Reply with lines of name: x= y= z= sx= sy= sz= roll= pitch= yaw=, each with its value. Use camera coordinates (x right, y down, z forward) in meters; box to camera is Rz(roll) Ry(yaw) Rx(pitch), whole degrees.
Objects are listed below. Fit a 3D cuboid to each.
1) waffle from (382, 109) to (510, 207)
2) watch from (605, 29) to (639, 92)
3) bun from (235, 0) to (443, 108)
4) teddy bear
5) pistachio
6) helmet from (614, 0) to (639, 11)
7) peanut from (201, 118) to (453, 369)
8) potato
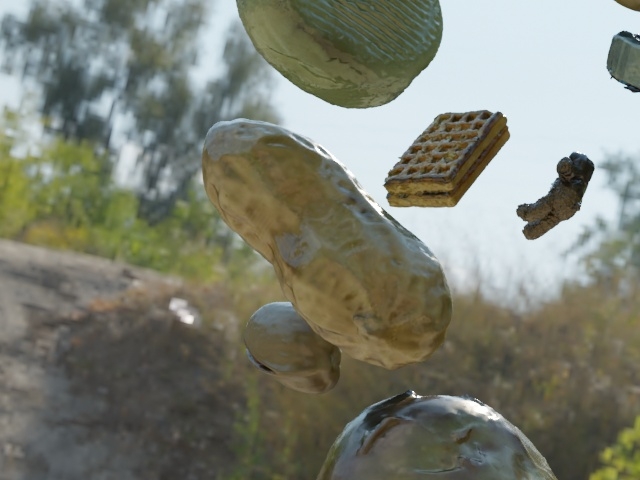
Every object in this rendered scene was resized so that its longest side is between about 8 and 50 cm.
waffle: x=0.146 y=-0.095 z=1.728 sx=0.102 sy=0.148 sz=0.042 roll=-1 pitch=-53 yaw=41
watch: x=0.541 y=-0.216 z=1.968 sx=0.275 sy=0.068 sz=0.276 roll=-7 pitch=24 yaw=-41
bun: x=0.016 y=-0.226 z=1.485 sx=0.221 sy=0.221 sz=0.108 roll=17 pitch=-30 yaw=-28
teddy bear: x=0.383 y=-0.070 z=2.350 sx=0.078 sy=0.160 sz=0.119 roll=29 pitch=-19 yaw=34
pistachio: x=-0.033 y=0.129 z=1.816 sx=0.149 sy=0.113 sz=0.113 roll=11 pitch=-7 yaw=45
helmet: x=0.435 y=-0.400 z=2.057 sx=0.205 sy=0.257 sz=0.140 roll=-4 pitch=-5 yaw=-41
peanut: x=0.000 y=0.000 z=1.523 sx=0.325 sy=0.153 sz=0.140 roll=44 pitch=-46 yaw=7
potato: x=0.086 y=0.260 z=1.303 sx=0.301 sy=0.237 sz=0.289 roll=-22 pitch=0 yaw=17
